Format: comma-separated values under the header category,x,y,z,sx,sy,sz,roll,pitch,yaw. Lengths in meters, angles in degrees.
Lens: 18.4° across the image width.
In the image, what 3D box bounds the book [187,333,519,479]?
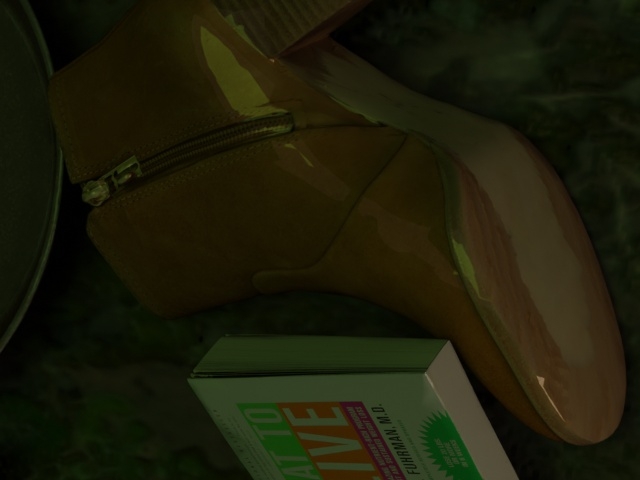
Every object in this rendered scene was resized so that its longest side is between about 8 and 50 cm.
category,x,y,z,sx,sy,sz,roll,pitch,yaw
book,0.018,0.090,0.925,0.144,0.035,0.096,-4,124,42

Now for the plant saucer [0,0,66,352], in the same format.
category,x,y,z,sx,sy,sz,roll,pitch,yaw
plant saucer,-0.261,-0.043,1.100,0.311,0.050,0.310,-1,88,27

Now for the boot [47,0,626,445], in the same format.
category,x,y,z,sx,sy,sz,roll,pitch,yaw
boot,-0.001,0.000,0.954,0.211,0.104,0.295,-34,83,36
